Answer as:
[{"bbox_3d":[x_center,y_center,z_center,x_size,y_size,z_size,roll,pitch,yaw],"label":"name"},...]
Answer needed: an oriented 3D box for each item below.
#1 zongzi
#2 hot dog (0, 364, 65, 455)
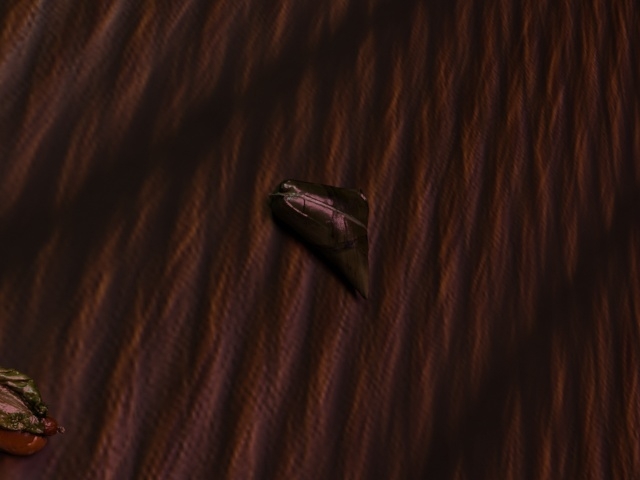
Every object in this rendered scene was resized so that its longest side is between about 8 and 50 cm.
[{"bbox_3d":[0.000,0.000,1.007,0.104,0.052,0.113,6,74,-26],"label":"zongzi"},{"bbox_3d":[-0.248,0.116,0.748,0.133,0.041,0.056,27,51,-22],"label":"hot dog"}]
